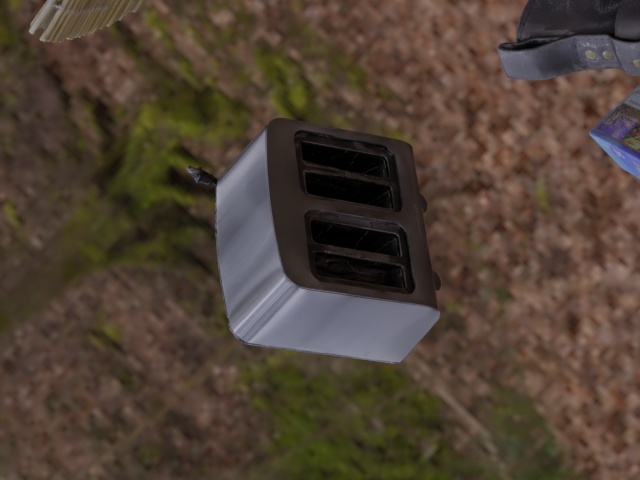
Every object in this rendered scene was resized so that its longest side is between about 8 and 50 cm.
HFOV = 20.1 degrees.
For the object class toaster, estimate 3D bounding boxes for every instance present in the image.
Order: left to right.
[{"bbox_3d":[0.000,0.000,1.476,0.185,0.110,0.168,10,-124,-26],"label":"toaster"}]

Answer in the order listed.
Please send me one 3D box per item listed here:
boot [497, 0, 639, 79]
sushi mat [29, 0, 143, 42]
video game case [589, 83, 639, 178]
[{"bbox_3d":[0.231,-0.151,0.837,0.229,0.263,0.091,19,142,47],"label":"boot"},{"bbox_3d":[-0.054,-0.247,1.013,0.019,0.316,0.151,37,-161,2],"label":"sushi mat"},{"bbox_3d":[0.401,-0.141,1.697,0.061,0.244,0.269,46,-178,-19],"label":"video game case"}]
